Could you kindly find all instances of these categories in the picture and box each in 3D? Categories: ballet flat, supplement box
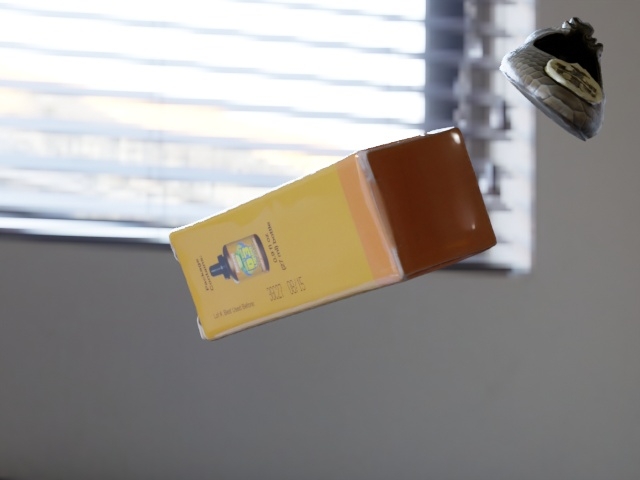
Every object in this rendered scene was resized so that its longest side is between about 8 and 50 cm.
[{"bbox_3d":[0.184,-0.128,1.304,0.084,0.058,0.250,42,15,-1],"label":"ballet flat"},{"bbox_3d":[0.000,0.000,1.052,0.080,0.078,0.233,-18,-1,-36],"label":"supplement box"}]
